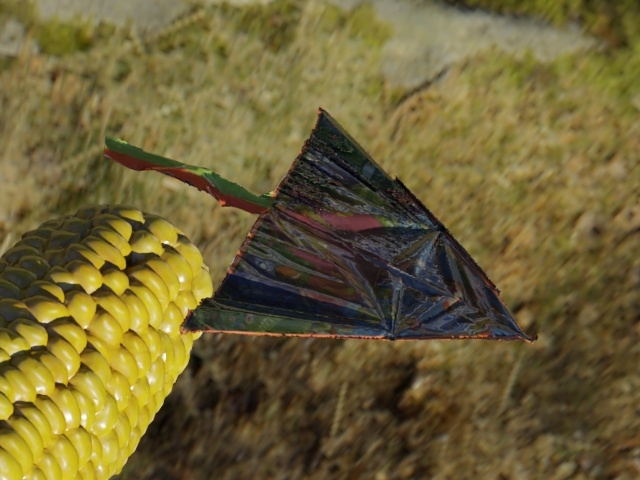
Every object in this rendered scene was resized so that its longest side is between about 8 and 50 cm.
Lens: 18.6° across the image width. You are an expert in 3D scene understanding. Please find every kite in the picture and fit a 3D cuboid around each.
[{"bbox_3d":[0.000,0.000,0.654,0.159,0.010,0.190,28,27,2],"label":"kite"}]

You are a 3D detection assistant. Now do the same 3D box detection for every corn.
[{"bbox_3d":[-0.137,0.088,0.657,0.101,0.101,0.310,32,41,0],"label":"corn"}]
